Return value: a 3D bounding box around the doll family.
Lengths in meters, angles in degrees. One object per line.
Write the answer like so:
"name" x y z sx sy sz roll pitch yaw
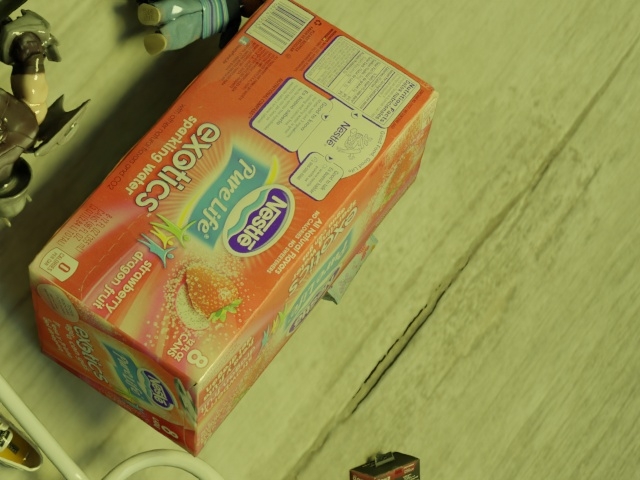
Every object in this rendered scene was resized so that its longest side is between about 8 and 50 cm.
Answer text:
"doll family" -0.098 -0.223 1.325 0.111 0.076 0.193 -23 120 -45

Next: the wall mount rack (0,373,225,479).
"wall mount rack" -0.223 0.246 1.241 0.304 0.130 0.350 45 74 -1

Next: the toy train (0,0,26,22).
"toy train" -0.181 -0.267 1.075 0.334 0.142 0.190 -52 138 -41

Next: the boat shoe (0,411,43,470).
"boat shoe" -0.237 0.138 1.286 0.035 0.035 0.100 -58 133 -19

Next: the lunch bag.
"lunch bag" 0.000 0.000 1.486 0.071 0.053 0.083 -58 143 -16

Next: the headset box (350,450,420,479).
"headset box" 0.059 0.233 1.612 0.062 0.032 0.083 -16 109 -43

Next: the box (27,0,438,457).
"box" -0.060 -0.014 1.313 0.300 0.154 0.142 -52 166 -25

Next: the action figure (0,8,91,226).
"action figure" -0.257 -0.121 1.170 0.185 0.099 0.285 -51 134 -35
